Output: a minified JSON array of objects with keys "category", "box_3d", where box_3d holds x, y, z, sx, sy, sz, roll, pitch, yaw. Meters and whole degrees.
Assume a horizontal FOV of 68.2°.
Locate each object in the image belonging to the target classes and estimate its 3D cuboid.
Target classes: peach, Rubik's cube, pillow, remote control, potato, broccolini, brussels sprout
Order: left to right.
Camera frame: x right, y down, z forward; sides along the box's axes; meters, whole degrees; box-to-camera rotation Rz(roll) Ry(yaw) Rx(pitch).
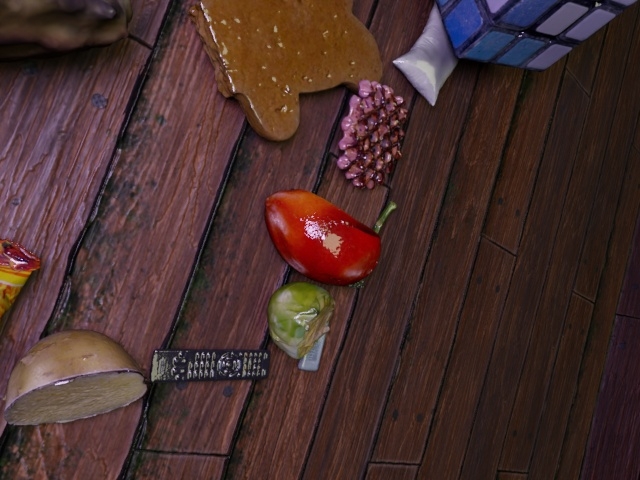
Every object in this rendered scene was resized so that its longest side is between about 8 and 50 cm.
[{"category":"potato","box_3d":[-0.371,0.196,0.727,0.202,0.182,0.117,3,49,-43]},{"category":"remote control","box_3d":[-0.203,0.238,0.906,0.245,0.025,0.063,11,87,-36]},{"category":"brussels sprout","box_3d":[-0.048,0.149,0.956,0.149,0.122,0.151,-53,156,-14]},{"category":"remote control","box_3d":[-0.014,0.227,1.046,0.053,0.017,0.125,17,84,-35]},{"category":"peach","box_3d":[0.005,0.002,0.956,0.267,0.154,0.159,35,75,-33]},{"category":"broccolini","box_3d":[0.121,0.009,1.108,0.239,0.054,0.051,-60,158,-19]},{"category":"pillow","box_3d":[0.280,-0.469,1.160,0.144,0.078,0.254,39,71,-21]},{"category":"Rubik's cube","box_3d":[0.481,-0.634,1.067,0.363,0.362,0.359,-2,69,-35]}]

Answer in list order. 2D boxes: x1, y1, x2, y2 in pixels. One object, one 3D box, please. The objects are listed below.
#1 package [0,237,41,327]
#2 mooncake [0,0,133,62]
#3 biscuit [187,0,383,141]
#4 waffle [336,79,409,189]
[{"category":"package","box_3d":[-0.535,0.111,0.610,0.223,0.108,0.288,25,72,-29]},{"category":"mooncake","box_3d":[-0.387,-0.329,0.497,0.394,0.393,0.246,-24,104,-42]},{"category":"biscuit","box_3d":[-0.063,-0.416,0.924,0.394,0.076,0.368,-37,114,-31]},{"category":"waffle","box_3d":[0.116,-0.228,1.048,0.221,0.055,0.234,8,98,-51]}]
